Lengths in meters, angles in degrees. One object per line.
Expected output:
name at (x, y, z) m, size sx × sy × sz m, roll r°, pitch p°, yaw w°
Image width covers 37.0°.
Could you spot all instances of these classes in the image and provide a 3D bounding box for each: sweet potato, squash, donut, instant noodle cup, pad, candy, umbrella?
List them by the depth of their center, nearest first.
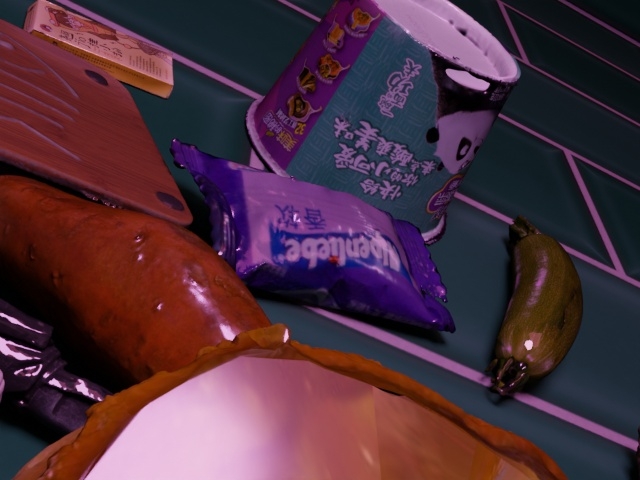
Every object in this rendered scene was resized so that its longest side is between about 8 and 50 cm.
donut at (0.014, 0.190, 0.383) m, size 0.330 × 0.160 × 0.330 m, roll 23°, pitch 48°, yaw -27°
umbrella at (-0.217, 0.045, 0.549) m, size 0.235 × 0.059 × 0.066 m, roll 33°, pitch -14°, yaw -7°
sweet potato at (-0.103, 0.046, 0.601) m, size 0.359 × 0.112 × 0.112 m, roll 41°, pitch 30°, yaw 13°
pad at (-0.248, -0.125, 0.740) m, size 0.286 × 0.018 × 0.284 m, roll 24°, pitch 19°, yaw -36°
candy at (0.000, 0.000, 0.818) m, size 0.275 × 0.070 × 0.145 m, roll 18°, pitch 39°, yaw -34°
squash at (0.216, 0.058, 0.939) m, size 0.080 × 0.071 × 0.318 m, roll 31°, pitch 29°, yaw -1°
instant noodle cup at (0.075, -0.146, 0.985) m, size 0.251 × 0.190 × 0.251 m, roll 25°, pitch 30°, yaw -15°

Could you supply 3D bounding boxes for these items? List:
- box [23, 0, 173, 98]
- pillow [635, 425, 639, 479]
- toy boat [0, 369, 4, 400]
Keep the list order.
box at (-0.215, -0.189, 0.938) m, size 0.149 × 0.020 × 0.073 m, roll 19°, pitch 33°, yaw -24°
pillow at (0.348, 0.259, 0.753) m, size 0.236 × 0.084 × 0.223 m, roll 31°, pitch 30°, yaw 0°
toy boat at (-0.210, 0.117, 0.357) m, size 0.140 × 0.141 × 0.269 m, roll 23°, pitch 24°, yaw -17°
